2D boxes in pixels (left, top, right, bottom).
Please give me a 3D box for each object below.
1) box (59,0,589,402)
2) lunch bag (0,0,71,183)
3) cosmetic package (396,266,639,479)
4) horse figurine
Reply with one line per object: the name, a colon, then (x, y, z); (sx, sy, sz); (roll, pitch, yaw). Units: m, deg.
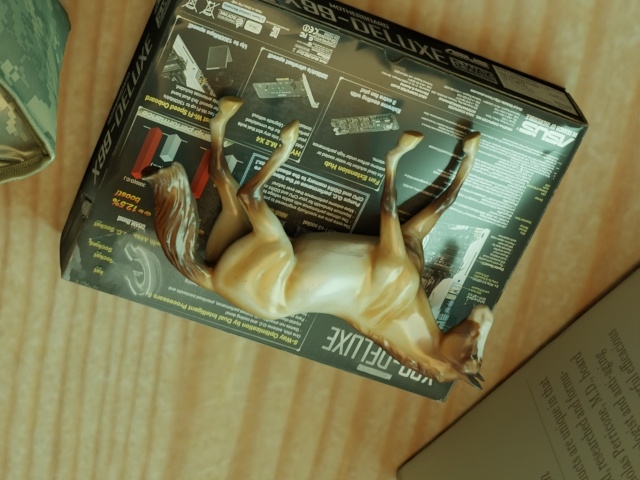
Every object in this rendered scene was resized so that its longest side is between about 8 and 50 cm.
box: (0.000, -0.041, 1.300); (0.308, 0.076, 0.242); (18, 112, -16)
lunch bag: (-0.284, -0.176, 1.104); (0.169, 0.235, 0.287); (-24, 117, 7)
cosmetic package: (0.322, 0.229, 1.338); (0.394, 0.327, 0.329); (-43, 114, 14)
horse figurine: (0.000, 0.000, 1.241); (0.263, 0.066, 0.174); (7, 110, -13)
